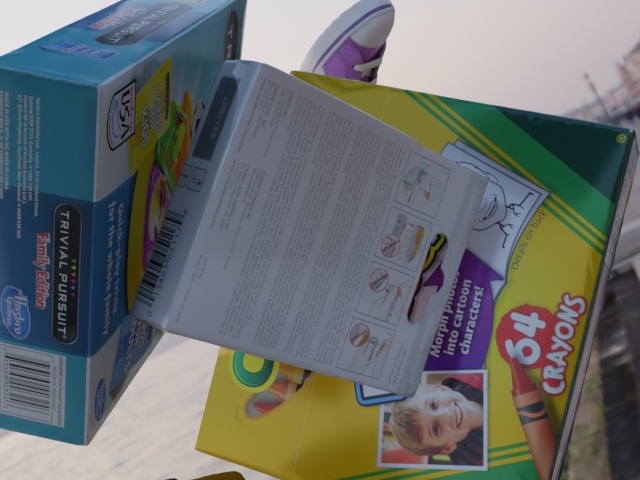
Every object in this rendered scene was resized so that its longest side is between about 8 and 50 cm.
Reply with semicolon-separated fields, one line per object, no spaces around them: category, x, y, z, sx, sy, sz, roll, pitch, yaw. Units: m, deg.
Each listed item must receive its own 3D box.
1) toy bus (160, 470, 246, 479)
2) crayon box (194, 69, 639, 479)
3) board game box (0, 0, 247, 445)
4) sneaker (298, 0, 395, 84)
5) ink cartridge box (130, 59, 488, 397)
toy bus;-0.166;0.235;0.628;0.332;0.108;0.130;-2;-29;-49
crayon box;0.084;0.056;0.897;0.313;0.363;0.106;13;-2;21
board game box;-0.143;-0.046;0.769;0.079;0.254;0.336;12;25;7
sneaker;0.042;-0.153;1.218;0.102;0.161;0.282;-27;-21;-47
ink cartridge box;0.000;0.000;0.726;0.232;0.189;0.066;21;-2;-41
